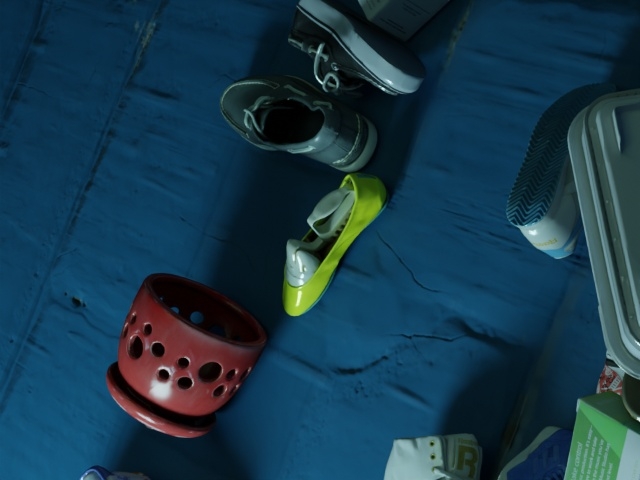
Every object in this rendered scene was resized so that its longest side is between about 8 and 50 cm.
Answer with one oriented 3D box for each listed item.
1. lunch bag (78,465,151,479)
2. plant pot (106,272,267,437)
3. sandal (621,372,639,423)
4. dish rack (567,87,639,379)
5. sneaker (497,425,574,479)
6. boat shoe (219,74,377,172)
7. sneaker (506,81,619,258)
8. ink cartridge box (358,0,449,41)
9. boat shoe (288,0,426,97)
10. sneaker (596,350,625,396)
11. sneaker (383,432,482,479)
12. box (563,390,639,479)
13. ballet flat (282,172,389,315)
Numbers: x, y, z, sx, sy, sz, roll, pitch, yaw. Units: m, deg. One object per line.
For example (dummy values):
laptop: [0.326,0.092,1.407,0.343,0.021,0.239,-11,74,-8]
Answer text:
lunch bag: [-0.275,0.480,2.090,0.243,0.115,0.303,-59,43,13]
plant pot: [-0.195,0.163,2.079,0.191,0.191,0.174,44,109,44]
sandal: [0.353,0.106,1.544,0.072,0.049,0.180,9,63,35]
dish rack: [0.414,-0.031,1.538,0.285,0.072,0.333,-8,62,3]
sneaker: [0.256,0.263,1.652,0.084,0.152,0.058,5,122,41]
boat shoe: [-0.054,-0.182,2.139,0.319,0.099,0.116,26,93,46]
sneaker: [0.297,-0.087,1.776,0.087,0.092,0.229,6,59,47]
ink cartridge box: [0.138,-0.401,2.046,0.208,0.087,0.153,-42,50,24]
boat shoe: [0.037,-0.251,2.071,0.306,0.113,0.105,44,112,47]
sneaker: [0.408,0.144,1.569,0.270,0.090,0.145,3,79,47]
sneaker: [0.157,0.305,1.722,0.292,0.108,0.169,9,82,55]
box: [0.370,0.320,1.504,0.322,0.058,0.232,29,118,45]
ballet flat: [0.000,0.000,2.032,0.231,0.077,0.077,-53,46,16]
